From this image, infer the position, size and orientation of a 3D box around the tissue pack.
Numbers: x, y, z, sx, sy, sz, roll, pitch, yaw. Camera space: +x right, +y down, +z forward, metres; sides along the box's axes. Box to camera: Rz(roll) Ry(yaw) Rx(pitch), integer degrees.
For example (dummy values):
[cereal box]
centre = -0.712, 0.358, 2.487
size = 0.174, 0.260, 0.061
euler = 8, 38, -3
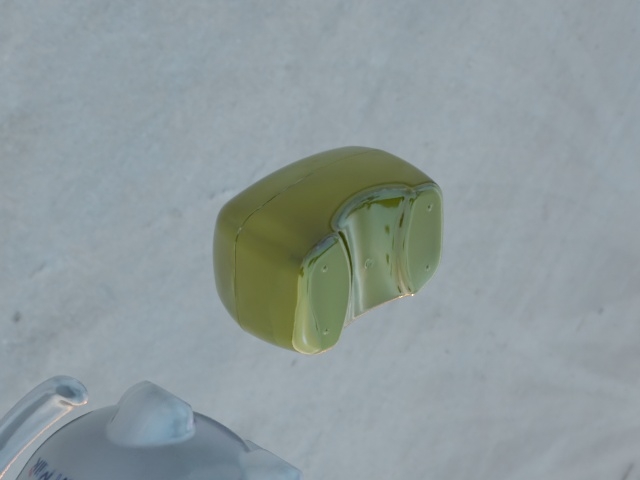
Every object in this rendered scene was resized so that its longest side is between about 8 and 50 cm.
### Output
[tissue pack]
centre = 0.000, 0.000, 0.897
size = 0.178, 0.127, 0.123
euler = -30, 134, -38

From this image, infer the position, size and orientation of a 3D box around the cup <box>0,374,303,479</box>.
[cup]
centre = -0.089, 0.141, 0.528
size = 0.142, 0.134, 0.173
euler = -60, -158, -11
